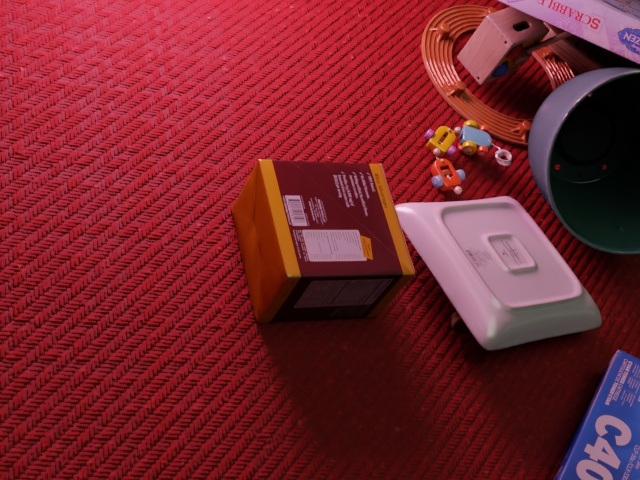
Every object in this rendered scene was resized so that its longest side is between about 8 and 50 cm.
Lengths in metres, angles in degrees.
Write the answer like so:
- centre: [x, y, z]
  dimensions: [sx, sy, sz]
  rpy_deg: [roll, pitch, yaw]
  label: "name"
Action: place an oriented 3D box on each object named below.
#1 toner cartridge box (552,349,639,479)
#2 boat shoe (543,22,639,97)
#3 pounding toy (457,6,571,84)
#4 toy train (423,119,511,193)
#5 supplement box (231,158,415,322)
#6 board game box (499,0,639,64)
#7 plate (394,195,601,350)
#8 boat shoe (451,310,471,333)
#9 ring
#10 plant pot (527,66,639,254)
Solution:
- centre: [0.429, 0.325, 1.414]
  dimensions: [0.165, 0.075, 0.348]
  rpy_deg: [29, 49, 12]
  label: "toner cartridge box"
- centre: [0.550, -0.303, 1.897]
  dimensions: [0.341, 0.110, 0.121]
  rpy_deg: [35, 51, 0]
  label: "boat shoe"
- centre: [0.346, -0.348, 1.776]
  dimensions: [0.141, 0.130, 0.100]
  rpy_deg: [-25, 72, -36]
  label: "pounding toy"
- centre: [0.232, -0.135, 1.675]
  dimensions: [0.166, 0.046, 0.125]
  rpy_deg: [-20, 70, -31]
  label: "toy train"
- centre: [0.000, 0.000, 1.414]
  dimensions: [0.194, 0.129, 0.191]
  rpy_deg: [0, 58, -26]
  label: "supplement box"
- centre: [0.480, -0.398, 1.744]
  dimensions: [0.318, 0.065, 0.319]
  rpy_deg: [29, 25, 16]
  label: "board game box"
- centre: [0.280, 0.030, 1.536]
  dimensions: [0.278, 0.045, 0.277]
  rpy_deg: [-6, 53, -38]
  label: "plate"
- centre: [0.248, 0.100, 1.518]
  dimensions: [0.153, 0.056, 0.048]
  rpy_deg: [-15, 57, -34]
  label: "boat shoe"
- centre: [0.343, -0.316, 1.858]
  dimensions: [0.337, 0.032, 0.336]
  rpy_deg: [13, 54, -19]
  label: "ring"
- centre: [0.476, -0.150, 1.647]
  dimensions: [0.293, 0.293, 0.235]
  rpy_deg: [20, 14, -12]
  label: "plant pot"
